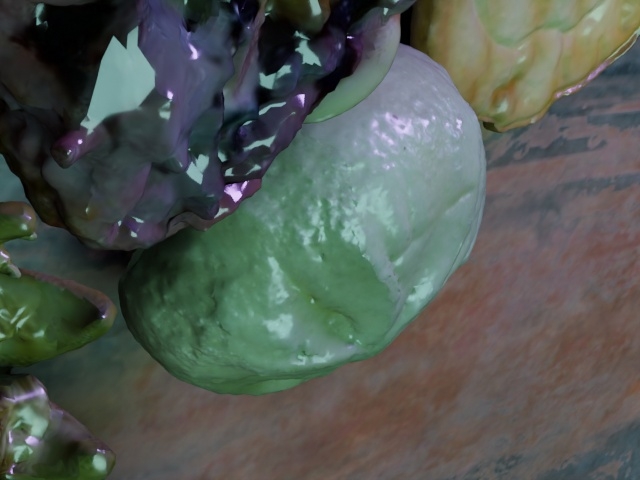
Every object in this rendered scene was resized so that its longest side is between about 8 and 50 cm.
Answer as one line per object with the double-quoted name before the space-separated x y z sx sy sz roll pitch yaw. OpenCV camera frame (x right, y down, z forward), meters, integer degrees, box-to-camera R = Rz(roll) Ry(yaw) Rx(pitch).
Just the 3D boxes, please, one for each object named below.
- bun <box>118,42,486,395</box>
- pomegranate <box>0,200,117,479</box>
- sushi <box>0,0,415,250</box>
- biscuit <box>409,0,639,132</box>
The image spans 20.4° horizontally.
"bun" 0.000 0.000 0.847 0.195 0.118 0.195 -40 178 -2
"pomegranate" -0.229 0.027 0.546 0.231 0.286 0.231 -15 110 -45
"sushi" -0.044 -0.131 0.688 0.270 0.171 0.236 -47 144 -10
"biscuit" 0.132 -0.173 0.946 0.203 0.041 0.260 -14 131 -34
